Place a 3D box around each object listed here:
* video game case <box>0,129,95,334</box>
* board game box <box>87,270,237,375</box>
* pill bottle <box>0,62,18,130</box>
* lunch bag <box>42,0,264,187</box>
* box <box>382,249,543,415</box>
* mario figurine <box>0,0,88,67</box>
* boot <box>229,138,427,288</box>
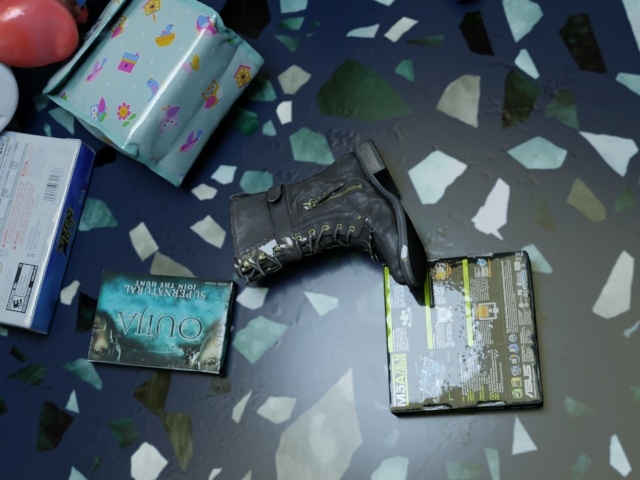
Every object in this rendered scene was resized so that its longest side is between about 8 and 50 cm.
[{"bbox_3d":[-0.465,-0.022,1.483,0.244,0.061,0.269,9,77,15],"label":"video game case"},{"bbox_3d":[-0.209,0.109,1.404,0.186,0.026,0.126,3,75,14],"label":"board game box"},{"bbox_3d":[-0.530,-0.267,1.498,0.152,0.152,0.272,-35,49,2],"label":"pill bottle"},{"bbox_3d":[-0.246,-0.236,1.445,0.262,0.160,0.223,35,89,34],"label":"lunch bag"},{"bbox_3d":[0.172,0.114,1.303,0.184,0.045,0.190,-7,73,15],"label":"box"},{"bbox_3d":[-0.385,-0.366,1.455,0.170,0.198,0.320,-15,37,38],"label":"mario figurine"},{"bbox_3d":[0.000,0.000,1.339,0.229,0.091,0.263,-25,45,6],"label":"boot"}]
